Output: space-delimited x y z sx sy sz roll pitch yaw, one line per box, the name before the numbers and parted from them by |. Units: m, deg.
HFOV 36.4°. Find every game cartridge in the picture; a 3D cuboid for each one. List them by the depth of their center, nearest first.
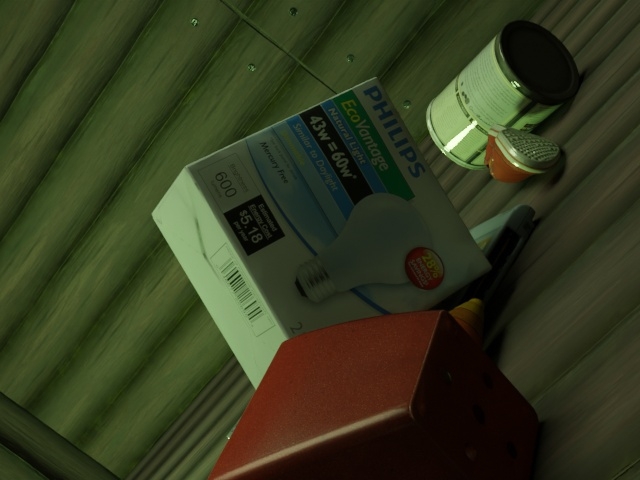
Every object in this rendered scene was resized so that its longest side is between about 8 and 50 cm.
game cartridge | 0.240 0.078 1.646 0.297 0.062 0.198 -55 11 -22

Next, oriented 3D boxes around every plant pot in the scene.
plant pot | 0.084 0.230 1.068 0.236 0.267 0.267 -34 16 33

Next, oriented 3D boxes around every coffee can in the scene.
coffee can | 0.382 -0.305 2.071 0.275 0.202 0.201 -44 10 50

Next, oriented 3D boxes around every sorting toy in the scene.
sorting toy | 0.146 0.171 1.478 0.126 0.127 0.365 -51 6 -31

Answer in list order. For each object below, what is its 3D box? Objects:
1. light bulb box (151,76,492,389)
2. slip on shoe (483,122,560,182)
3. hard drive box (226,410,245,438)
light bulb box | 0.000 0.000 1.491 0.361 0.357 0.225 -30 -3 -28
slip on shoe | 0.367 -0.153 1.820 0.331 0.123 0.101 -87 13 -79
hard drive box | -0.017 0.295 1.662 0.232 0.181 0.089 -54 7 -16
